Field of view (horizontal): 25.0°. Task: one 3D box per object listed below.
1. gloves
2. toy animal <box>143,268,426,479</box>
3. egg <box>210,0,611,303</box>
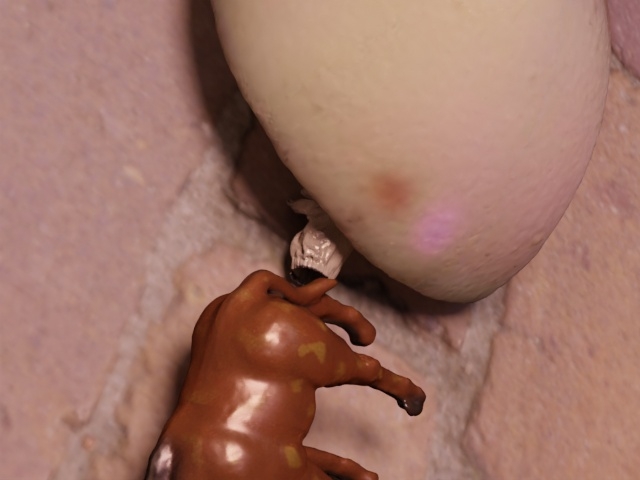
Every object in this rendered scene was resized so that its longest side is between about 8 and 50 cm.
[{"bbox_3d":[0.002,-0.001,0.755,0.044,0.037,0.081,60,26,-54],"label":"gloves"},{"bbox_3d":[-0.048,0.123,0.639,0.229,0.066,0.224,9,84,-47],"label":"toy animal"},{"bbox_3d":[0.067,-0.118,0.752,0.206,0.161,0.271,-2,67,-56],"label":"egg"}]
